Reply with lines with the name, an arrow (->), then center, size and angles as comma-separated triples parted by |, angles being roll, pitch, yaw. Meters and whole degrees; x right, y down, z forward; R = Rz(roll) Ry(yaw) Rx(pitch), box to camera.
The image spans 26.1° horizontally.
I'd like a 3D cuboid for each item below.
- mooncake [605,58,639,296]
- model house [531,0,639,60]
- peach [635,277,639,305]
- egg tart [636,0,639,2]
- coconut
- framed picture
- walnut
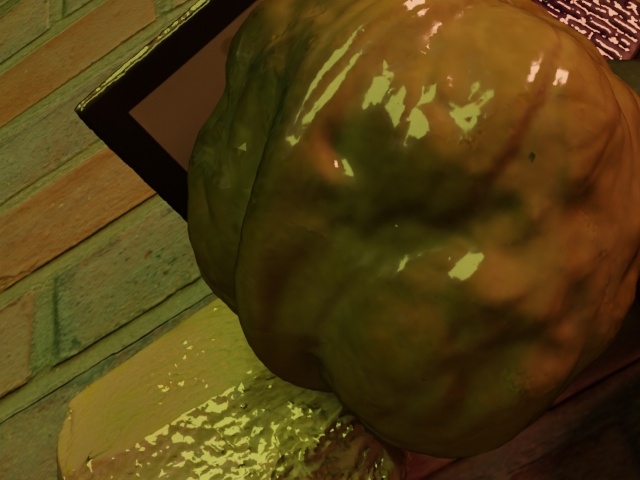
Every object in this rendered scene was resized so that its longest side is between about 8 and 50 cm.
mooncake -> 0.229, -0.042, 0.979 | 0.168, 0.175, 0.104 | -18, 20, -38
model house -> 0.112, -0.161, 1.058 | 0.237, 0.202, 0.237 | 32, 104, 14
peach -> 0.279, 0.016, 0.840 | 0.190, 0.190, 0.192 | -25, 21, 22
egg tart -> 0.236, -0.232, 1.214 | 0.241, 0.106, 0.241 | -35, 44, 42
coconut -> -0.071, 0.176, 0.975 | 0.245, 0.233, 0.233 | -39, 34, 3
framed picture -> -0.018, -0.153, 1.260 | 0.347, 0.265, 0.016 | -40, 46, 4
walnut -> 0.060, -0.028, 0.834 | 0.277, 0.282, 0.253 | -70, -12, 19
